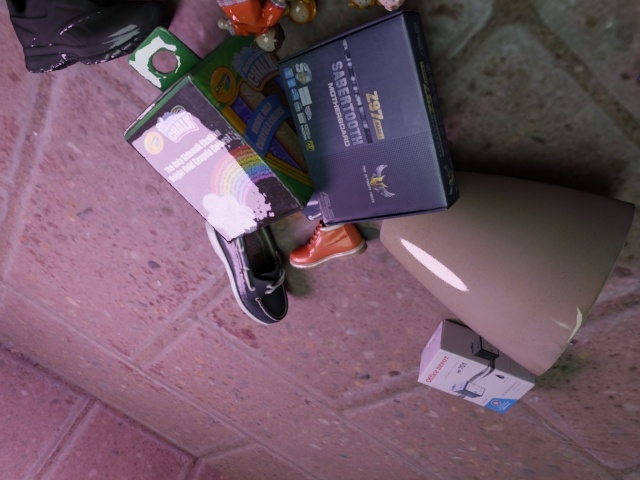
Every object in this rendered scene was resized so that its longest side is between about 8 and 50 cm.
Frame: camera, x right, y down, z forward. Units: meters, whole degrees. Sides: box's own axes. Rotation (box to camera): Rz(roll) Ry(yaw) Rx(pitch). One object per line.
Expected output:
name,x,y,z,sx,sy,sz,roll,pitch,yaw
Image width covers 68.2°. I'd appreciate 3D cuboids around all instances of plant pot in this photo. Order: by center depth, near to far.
plant pot,0.235,0.007,0.675,0.274,0.256,0.256,29,139,20

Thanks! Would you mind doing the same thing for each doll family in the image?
doll family,-0.007,-0.311,0.533,0.263,0.118,0.163,-4,160,31

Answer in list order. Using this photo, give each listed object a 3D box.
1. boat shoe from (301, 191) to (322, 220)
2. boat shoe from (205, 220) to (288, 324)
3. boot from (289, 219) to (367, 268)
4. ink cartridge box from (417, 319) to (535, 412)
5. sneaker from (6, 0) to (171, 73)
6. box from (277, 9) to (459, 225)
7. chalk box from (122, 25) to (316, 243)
boat shoe,0.051,-0.089,0.743,0.255,0.095,0.079,-21,119,38
boat shoe,-0.124,0.057,0.946,0.091,0.114,0.302,-1,131,32
boot,0.000,0.000,0.882,0.158,0.059,0.084,-18,120,25
ink cartridge box,0.315,0.259,0.969,0.191,0.082,0.139,18,136,5
sneaker,-0.354,-0.327,0.693,0.287,0.109,0.130,0,125,21
box,0.060,-0.142,0.604,0.184,0.059,0.232,-6,108,35
chalk box,-0.141,-0.173,0.691,0.180,0.179,0.289,-22,119,38
